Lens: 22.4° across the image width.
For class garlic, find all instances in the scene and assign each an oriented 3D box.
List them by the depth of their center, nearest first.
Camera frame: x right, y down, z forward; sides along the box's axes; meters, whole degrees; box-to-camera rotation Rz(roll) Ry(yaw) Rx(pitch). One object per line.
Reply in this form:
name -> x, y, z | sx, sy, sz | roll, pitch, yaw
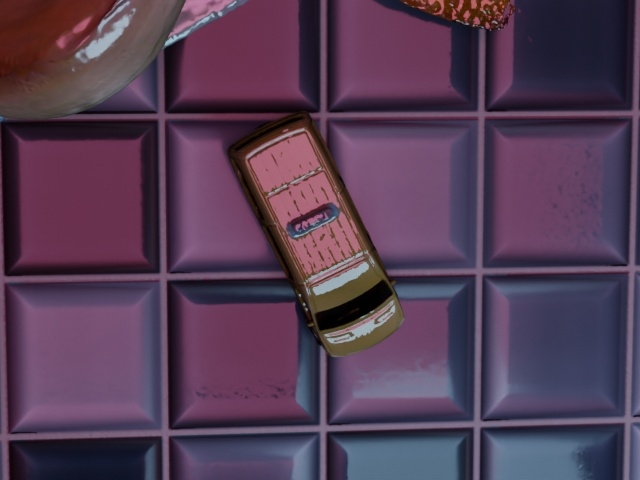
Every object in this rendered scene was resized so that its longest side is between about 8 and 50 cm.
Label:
garlic -> -0.222, -0.222, 1.434 | 0.338, 0.151, 0.196 | -25, 92, 24

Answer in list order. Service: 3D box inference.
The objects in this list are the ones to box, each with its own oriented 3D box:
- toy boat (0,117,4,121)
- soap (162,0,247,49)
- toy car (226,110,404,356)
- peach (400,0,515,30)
toy boat -> -0.380, -0.117, 1.592 | 0.238, 0.109, 0.098 | -48, 125, -4
soap -> -0.179, -0.424, 1.544 | 0.261, 0.156, 0.446 | -30, 99, -2
toy car -> 0.000, 0.000, 1.634 | 0.101, 0.124, 0.256 | -26, 99, -1
peach -> 0.101, -0.329, 1.633 | 0.189, 0.068, 0.279 | -34, 101, -6
